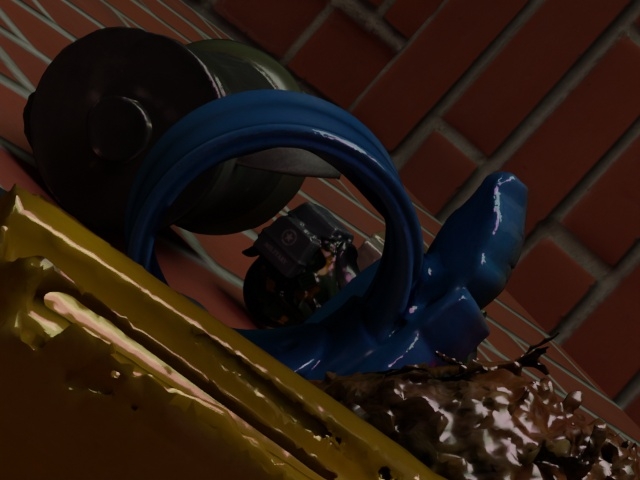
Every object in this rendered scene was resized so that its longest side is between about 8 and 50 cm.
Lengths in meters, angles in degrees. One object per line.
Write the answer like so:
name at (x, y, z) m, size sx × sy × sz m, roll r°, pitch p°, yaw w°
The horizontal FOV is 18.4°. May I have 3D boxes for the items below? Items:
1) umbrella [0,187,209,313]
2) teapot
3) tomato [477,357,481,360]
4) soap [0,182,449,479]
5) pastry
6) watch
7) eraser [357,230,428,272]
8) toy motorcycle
umbrella at (-0.206, 0.011, 1.253) m, size 0.349 × 0.094 × 0.143 m, roll 30°, pitch 26°, yaw -43°
teapot at (-0.112, -0.094, 1.849) m, size 0.270 × 0.200 × 0.337 m, roll 12°, pitch 4°, yaw 12°
tomato at (0.128, 0.175, 2.039) m, size 0.237 × 0.095 × 0.237 m, roll 40°, pitch 12°, yaw -10°
soap at (-0.065, 0.145, 0.821) m, size 0.324 × 0.204 × 0.096 m, roll 38°, pitch 12°, yaw -25°
pastry at (0.044, 0.168, 1.039) m, size 0.275 × 0.275 × 0.193 m, roll 48°, pitch -4°, yaw 40°
watch at (0.000, 0.000, 1.582) m, size 0.274 × 0.305 × 0.241 m, roll 48°, pitch 5°, yaw -15°
eraser at (0.114, 0.059, 2.679) m, size 0.144 × 0.078 × 0.343 m, roll 42°, pitch 9°, yaw 7°
toy motorcycle at (0.048, 0.065, 1.899) m, size 0.274 × 0.187 × 0.125 m, roll 44°, pitch 8°, yaw 22°
